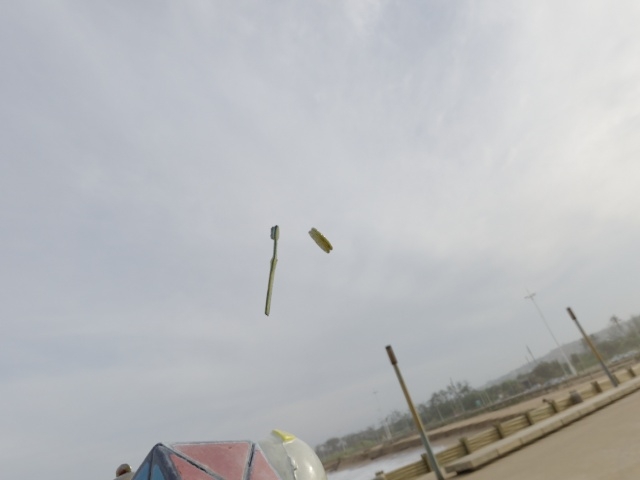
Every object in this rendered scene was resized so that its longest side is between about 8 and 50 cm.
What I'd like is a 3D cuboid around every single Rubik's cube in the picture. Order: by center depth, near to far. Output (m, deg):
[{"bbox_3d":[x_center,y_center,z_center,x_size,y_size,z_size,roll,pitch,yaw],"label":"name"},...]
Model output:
[{"bbox_3d":[-0.194,0.518,0.673,0.255,0.259,0.260,31,-90,-48],"label":"Rubik's cube"}]

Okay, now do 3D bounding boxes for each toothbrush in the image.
[{"bbox_3d":[-0.154,0.096,1.308,0.028,0.294,0.026,4,1,36],"label":"toothbrush"}]

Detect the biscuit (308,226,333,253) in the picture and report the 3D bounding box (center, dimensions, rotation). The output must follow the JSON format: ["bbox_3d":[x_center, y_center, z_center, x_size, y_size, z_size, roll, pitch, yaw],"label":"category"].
[{"bbox_3d":[0.000,0.000,1.119,0.023,0.084,0.084,-44,-26,-8],"label":"biscuit"}]

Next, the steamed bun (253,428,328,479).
[{"bbox_3d":[-0.124,0.815,1.314,0.334,0.374,0.333,-13,-55,-19],"label":"steamed bun"}]

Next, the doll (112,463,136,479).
[{"bbox_3d":[-0.562,0.853,1.293,0.330,0.234,0.174,3,-18,26],"label":"doll"}]
